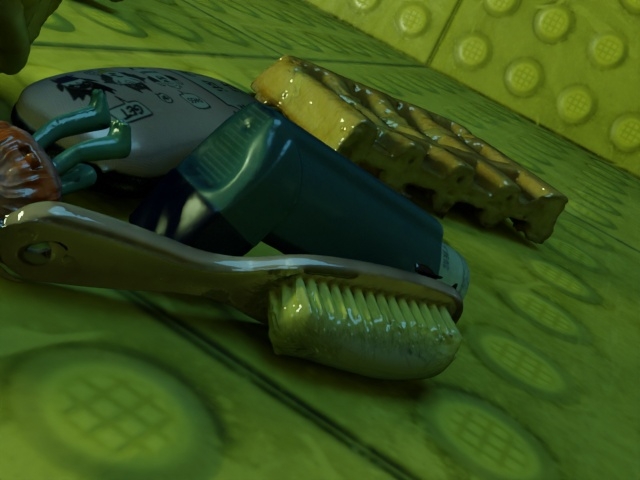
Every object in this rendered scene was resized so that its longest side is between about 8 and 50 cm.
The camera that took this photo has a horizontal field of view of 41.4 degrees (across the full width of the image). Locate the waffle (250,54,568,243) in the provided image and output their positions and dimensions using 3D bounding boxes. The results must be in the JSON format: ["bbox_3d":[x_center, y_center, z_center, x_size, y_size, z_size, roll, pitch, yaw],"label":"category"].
[{"bbox_3d":[0.106,-0.126,1.091,0.348,0.077,0.304,16,21,-29],"label":"waffle"}]

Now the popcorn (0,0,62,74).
[{"bbox_3d":[-0.289,-0.234,0.597,0.293,0.293,0.237,18,18,-23],"label":"popcorn"}]

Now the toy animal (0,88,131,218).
[{"bbox_3d":[-0.208,-0.044,0.465,0.103,0.100,0.208,13,16,40],"label":"toy animal"}]

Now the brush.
[{"bbox_3d":[-0.037,0.039,0.502,0.312,0.072,0.067,14,36,-29],"label":"brush"}]

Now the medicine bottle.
[{"bbox_3d":[0.000,0.000,0.601,0.258,0.124,0.079,27,7,-39],"label":"medicine bottle"}]

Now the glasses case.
[{"bbox_3d":[-0.124,-0.094,0.705,0.122,0.075,0.314,34,20,13],"label":"glasses case"}]

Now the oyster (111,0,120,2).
[{"bbox_3d":[-0.425,-0.400,1.133,0.345,0.079,0.129,16,13,-20],"label":"oyster"}]
